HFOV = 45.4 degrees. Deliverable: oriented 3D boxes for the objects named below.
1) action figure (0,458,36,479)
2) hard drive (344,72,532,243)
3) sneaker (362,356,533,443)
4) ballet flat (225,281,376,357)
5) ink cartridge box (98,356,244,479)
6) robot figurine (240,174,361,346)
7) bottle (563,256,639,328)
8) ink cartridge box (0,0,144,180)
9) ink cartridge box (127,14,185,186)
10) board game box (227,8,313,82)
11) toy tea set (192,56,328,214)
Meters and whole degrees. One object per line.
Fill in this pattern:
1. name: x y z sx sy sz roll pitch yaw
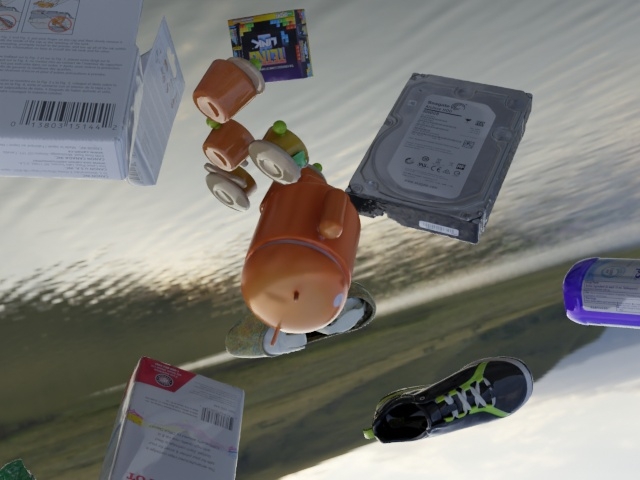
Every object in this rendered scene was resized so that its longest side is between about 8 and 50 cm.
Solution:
1. action figure: -0.220 0.291 0.709 0.063 0.232 0.137 -37 163 -44
2. hard drive: 0.215 -0.159 1.346 0.237 0.339 0.064 16 143 21
3. sneaker: 0.168 0.226 1.011 0.235 0.084 0.097 -25 178 22
4. ballet flat: -0.031 0.180 1.651 0.349 0.123 0.123 -17 173 -25
5. ink cartridge box: -0.278 0.394 1.426 0.226 0.306 0.131 24 126 -16
6. robot figurine: -0.022 0.019 0.900 0.158 0.128 0.219 -14 -144 24
7. bottle: 0.492 0.076 1.070 0.283 0.092 0.118 1 -162 41
8. ink cartridge box: -0.332 -0.183 0.782 0.297 0.261 0.066 2 144 -4
9. ink cartridge box: -0.299 -0.238 1.316 0.066 0.232 0.189 2 151 4
10. board game box: -0.107 -0.405 1.614 0.170 0.141 0.048 1 -164 31
11. toy tea set: -0.077 -0.144 1.138 0.124 0.200 0.336 -54 165 -23
